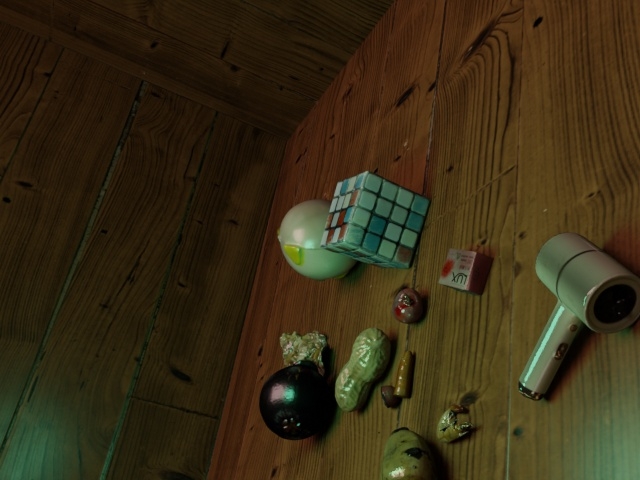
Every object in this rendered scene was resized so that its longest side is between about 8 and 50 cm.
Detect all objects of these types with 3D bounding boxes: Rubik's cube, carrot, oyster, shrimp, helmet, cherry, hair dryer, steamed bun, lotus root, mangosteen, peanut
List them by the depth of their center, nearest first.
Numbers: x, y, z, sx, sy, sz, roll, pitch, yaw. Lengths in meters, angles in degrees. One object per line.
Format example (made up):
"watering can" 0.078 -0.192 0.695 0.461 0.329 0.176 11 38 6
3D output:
"hair dryer" 0.481 0.182 1.293 0.203 0.128 0.362 -114 39 -64
"shrimp" 0.331 0.441 1.572 0.095 0.045 0.162 -56 3 -31
"lotus root" 0.218 0.565 1.591 0.257 0.140 0.155 -82 6 -62
"carrot" 0.243 0.385 1.868 0.048 0.048 0.139 -39 32 58
"helmet" 0.205 0.452 1.893 0.084 0.049 0.065 79 172 -74
"cherry" 0.262 0.197 1.944 0.126 0.086 0.106 105 176 -83
"peanut" 0.131 0.415 2.042 0.136 0.120 0.298 -99 31 -66
"Rubik's cube" 0.177 -0.061 2.192 0.253 0.258 0.256 -6 65 69
"mangosteen" -0.083 0.553 2.313 0.275 0.275 0.302 -59 8 30
"steamed bun" 0.000 -0.007 2.545 0.374 0.333 0.334 -121 54 -72
"oyster" -0.066 0.465 2.559 0.351 0.114 0.238 42 112 54

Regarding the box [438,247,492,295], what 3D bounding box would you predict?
"box" 0.388 0.083 1.744 0.156 0.060 0.111 -174 103 -73
